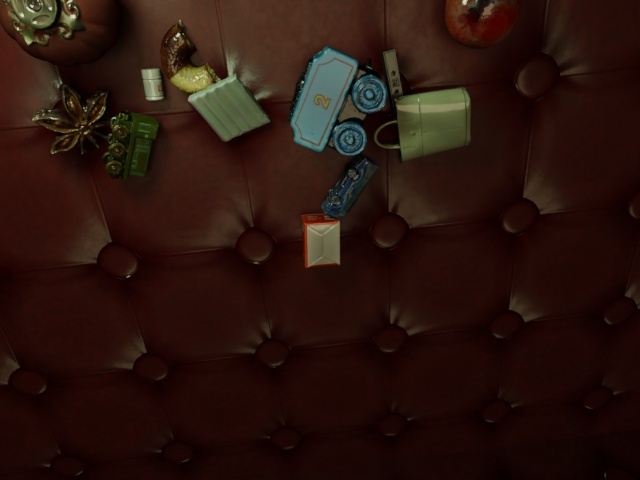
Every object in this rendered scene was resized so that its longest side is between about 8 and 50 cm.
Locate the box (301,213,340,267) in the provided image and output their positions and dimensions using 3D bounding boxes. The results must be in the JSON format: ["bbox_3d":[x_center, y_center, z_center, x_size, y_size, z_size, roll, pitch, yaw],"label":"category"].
[{"bbox_3d":[0.000,0.000,1.627,0.133,0.099,0.182,-5,114,-6],"label":"box"}]

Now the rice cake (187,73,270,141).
[{"bbox_3d":[-0.277,-0.402,1.400,0.189,0.037,0.198,-23,143,6],"label":"rice cake"}]

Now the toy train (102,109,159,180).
[{"bbox_3d":[-0.598,-0.292,1.423,0.137,0.090,0.226,3,124,-36],"label":"toy train"}]

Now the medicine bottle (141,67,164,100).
[{"bbox_3d":[-0.507,-0.473,1.373,0.057,0.057,0.089,-4,116,-4],"label":"medicine bottle"}]

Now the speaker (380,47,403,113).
[{"bbox_3d":[0.231,-0.503,1.435,0.040,0.046,0.191,-15,116,3],"label":"speaker"}]

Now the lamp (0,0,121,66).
[{"bbox_3d":[-0.680,-0.614,1.179,0.302,0.257,0.304,-1,115,-3],"label":"lamp"}]

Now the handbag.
[{"bbox_3d":[0.326,-0.375,1.477,0.315,0.109,0.241,-9,133,9],"label":"handbag"}]

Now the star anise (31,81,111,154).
[{"bbox_3d":[-0.746,-0.369,1.375,0.219,0.099,0.214,-12,122,-22],"label":"star anise"}]

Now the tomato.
[{"bbox_3d":[0.466,-0.663,1.304,0.207,0.184,0.208,-3,116,-6],"label":"tomato"}]

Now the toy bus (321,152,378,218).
[{"bbox_3d":[0.100,-0.183,1.558,0.094,0.079,0.237,28,110,-19],"label":"toy bus"}]

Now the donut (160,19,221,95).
[{"bbox_3d":[-0.398,-0.514,1.349,0.141,0.085,0.217,-36,115,11],"label":"donut"}]

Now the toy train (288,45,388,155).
[{"bbox_3d":[0.048,-0.423,1.384,0.264,0.188,0.301,20,113,-9],"label":"toy train"}]
